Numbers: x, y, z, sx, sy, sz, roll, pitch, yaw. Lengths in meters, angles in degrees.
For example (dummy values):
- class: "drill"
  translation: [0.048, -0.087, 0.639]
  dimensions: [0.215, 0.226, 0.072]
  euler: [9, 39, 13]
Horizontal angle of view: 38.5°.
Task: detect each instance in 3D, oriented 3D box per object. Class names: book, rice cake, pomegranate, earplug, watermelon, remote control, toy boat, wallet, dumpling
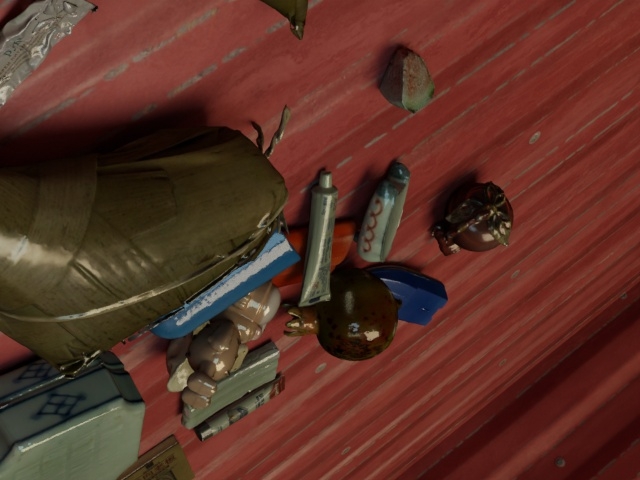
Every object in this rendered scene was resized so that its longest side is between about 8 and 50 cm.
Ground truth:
- class: "book"
  translation: [-0.365, 0.525, 2.032]
  dimensions: [0.161, 0.026, 0.231]
  euler: [-33, 151, -17]
- class: "rice cake"
  translation: [-0.189, 0.303, 1.926]
  dimensions: [0.237, 0.043, 0.127]
  euler: [-26, 147, -29]
- class: "pomegranate"
  translation: [0.047, 0.144, 1.889]
  dimensions: [0.245, 0.198, 0.198]
  euler: [24, 117, -17]
- class: "earplug"
  translation: [-0.179, 0.059, 1.514]
  dimensions: [0.273, 0.132, 0.132]
  euler: [-37, 152, -3]
- class: "watermelon"
  translation: [0.148, -0.266, 1.538]
  dimensions: [0.094, 0.081, 0.180]
  euler: [-65, 165, 8]
- class: "remote control"
  translation: [-0.200, 0.237, 1.828]
  dimensions: [0.122, 0.032, 0.074]
  euler: [-5, 130, -49]
- class: "toy boat"
  translation: [0.167, 0.113, 2.090]
  dimensions: [0.295, 0.088, 0.129]
  euler: [21, 115, -48]
- class: "wallet"
  translation: [-0.030, 0.029, 1.742]
  dimensions: [0.204, 0.045, 0.142]
  euler: [-10, 137, -46]
- class: "toy boat"
  translation: [0.112, -0.051, 1.776]
  dimensions: [0.134, 0.078, 0.208]
  euler: [-58, 164, -50]
- class: "dumpling"
  translation: [-0.224, 0.194, 1.672]
  dimensions: [0.169, 0.100, 0.134]
  euler: [-18, 131, -41]

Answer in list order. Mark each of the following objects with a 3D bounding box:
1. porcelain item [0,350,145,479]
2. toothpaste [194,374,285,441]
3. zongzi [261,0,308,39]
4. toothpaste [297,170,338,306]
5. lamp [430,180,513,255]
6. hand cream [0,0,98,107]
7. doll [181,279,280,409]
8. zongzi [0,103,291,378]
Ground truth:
- class: "porcelain item"
  translation: [-0.442, 0.317, 1.496]
  dimensions: [0.281, 0.157, 0.286]
  euler: [-22, 147, -31]
- class: "toothpaste"
  translation: [-0.176, 0.375, 2.056]
  dimensions: [0.239, 0.039, 0.062]
  euler: [-28, 143, -29]
- class: "zongzi"
  translation: [-0.119, -0.316, 1.066]
  dimensions: [0.260, 0.123, 0.289]
  euler: [-25, 152, -22]
- class: "toothpaste"
  translation: [0.000, -0.001, 1.667]
  dimensions: [0.069, 0.047, 0.269]
  euler: [-42, 141, -57]
- class: "lamp"
  translation: [0.348, -0.057, 2.028]
  dimensions: [0.215, 0.151, 0.223]
  euler: [-23, -169, -22]
- class: "hand cream"
  translation: [-0.355, -0.179, 1.025]
  dimensions: [0.257, 0.050, 0.084]
  euler: [-51, 155, 10]
- class: "doll"
  translation: [-0.162, 0.165, 1.590]
  dimensions: [0.278, 0.119, 0.154]
  euler: [-65, -178, -34]
- class: "zongzi"
  translation: [-0.219, -0.069, 1.124]
  dimensions: [0.499, 0.218, 0.467]
  euler: [-33, 161, -12]
